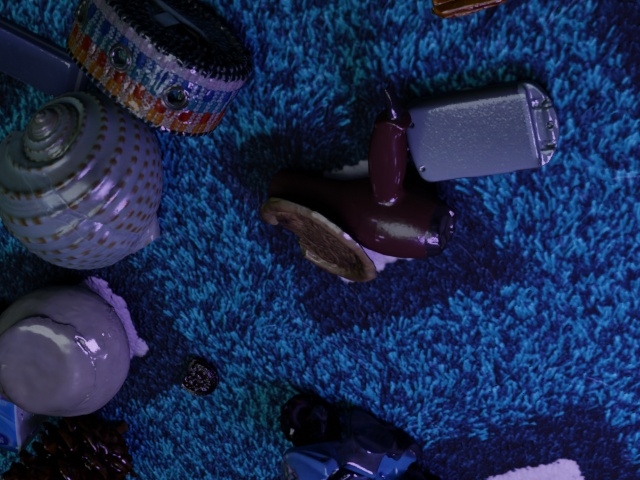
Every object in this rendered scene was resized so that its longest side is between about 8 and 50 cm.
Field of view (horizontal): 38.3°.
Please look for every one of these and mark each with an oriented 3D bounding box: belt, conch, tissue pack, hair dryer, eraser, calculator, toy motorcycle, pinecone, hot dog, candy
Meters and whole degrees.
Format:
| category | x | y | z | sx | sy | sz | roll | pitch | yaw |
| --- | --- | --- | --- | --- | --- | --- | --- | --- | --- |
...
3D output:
| category | x | y | z | sx | sy | sz | roll | pitch | yaw |
| --- | --- | --- | --- | --- | --- | --- | --- | --- | --- |
| belt | -0.260 | -0.284 | 1.406 | 0.295 | 0.207 | 0.160 | 35 | 123 | -1 |
| conch | -0.392 | -0.077 | 1.544 | 0.303 | 0.215 | 0.319 | -35 | 115 | 0 |
| tissue pack | -0.726 | 0.314 | 1.974 | 0.263 | 0.146 | 0.198 | 17 | 125 | 10 |
| hair dryer | 0.059 | -0.123 | 1.400 | 0.313 | 0.123 | 0.340 | 20 | 145 | 17 |
| eraser | -0.506 | -0.315 | 1.578 | 0.225 | 0.036 | 0.082 | 27 | 126 | 3 |
| calculator | 0.236 | -0.163 | 1.396 | 0.246 | 0.045 | 0.141 | -7 | 117 | 24 |
| toy motorcycle | 0.082 | 0.457 | 1.715 | 0.416 | 0.232 | 0.172 | 36 | 122 | -4 |
| pinecone | -0.529 | 0.492 | 1.938 | 0.309 | 0.244 | 0.244 | -39 | 105 | -10 |
| hot dog | 0.215 | -0.345 | 1.303 | 0.122 | 0.037 | 0.049 | -7 | 106 | 17 |
| candy | -0.504 | 0.213 | 1.804 | 0.296 | 0.185 | 0.295 | 0 | 120 | 0 |

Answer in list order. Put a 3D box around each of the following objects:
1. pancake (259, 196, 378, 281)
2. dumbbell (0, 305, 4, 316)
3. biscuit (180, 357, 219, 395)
| category | x | y | z | sx | sy | sz | roll | pitch | yaw |
| --- | --- | --- | --- | --- | --- | --- | --- | --- | --- |
| pancake | 0.000 | 0.000 | 1.515 | 0.235 | 0.029 | 0.212 | 41 | 161 | -29 |
| dumbbell | -0.728 | 0.150 | 1.903 | 0.208 | 0.099 | 0.099 | 32 | 125 | -1 |
| biscuit | -0.245 | 0.275 | 1.848 | 0.089 | 0.027 | 0.087 | -14 | 115 | 27 |
